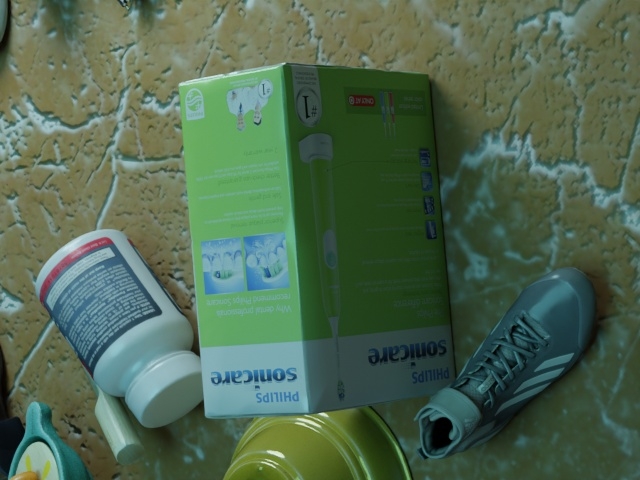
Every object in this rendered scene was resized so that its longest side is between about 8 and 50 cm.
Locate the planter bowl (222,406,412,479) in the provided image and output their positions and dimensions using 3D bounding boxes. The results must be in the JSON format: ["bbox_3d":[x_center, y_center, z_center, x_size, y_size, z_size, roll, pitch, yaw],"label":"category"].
[{"bbox_3d":[-0.026,0.242,1.751,0.217,0.090,0.217,2,93,38],"label":"planter bowl"}]

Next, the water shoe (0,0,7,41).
[{"bbox_3d":[-0.380,-0.291,2.022,0.073,0.080,0.203,-6,88,40],"label":"water shoe"}]

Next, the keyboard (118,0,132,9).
[{"bbox_3d":[-0.215,-0.351,1.919,0.317,0.033,0.201,30,109,35],"label":"keyboard"}]

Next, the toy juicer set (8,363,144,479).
[{"bbox_3d":[-0.259,0.266,1.910,0.209,0.089,0.329,29,109,55],"label":"toy juicer set"}]

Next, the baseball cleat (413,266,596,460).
[{"bbox_3d":[0.150,0.111,1.591,0.072,0.109,0.206,41,122,15],"label":"baseball cleat"}]

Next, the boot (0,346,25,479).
[{"bbox_3d":[-0.387,0.163,2.047,0.106,0.082,0.219,-27,77,34],"label":"boot"}]

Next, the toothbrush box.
[{"bbox_3d":[0.000,0.000,1.645,0.122,0.206,0.283,-8,88,39],"label":"toothbrush box"}]

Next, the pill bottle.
[{"bbox_3d":[-0.185,0.087,1.862,0.180,0.108,0.108,52,121,25],"label":"pill bottle"}]
